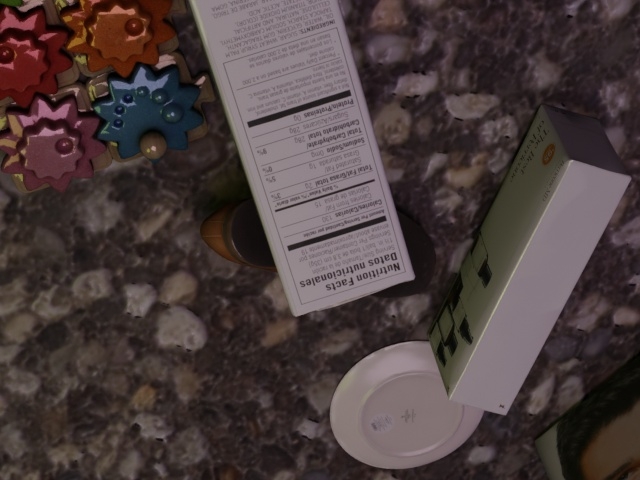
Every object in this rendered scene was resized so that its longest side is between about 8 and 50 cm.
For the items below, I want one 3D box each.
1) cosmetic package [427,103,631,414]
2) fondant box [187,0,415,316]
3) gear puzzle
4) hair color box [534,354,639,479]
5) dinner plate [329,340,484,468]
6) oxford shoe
[{"bbox_3d":[0.165,0.017,1.517,0.060,0.099,0.239,14,118,-20],"label":"cosmetic package"},{"bbox_3d":[-0.038,-0.149,1.287,0.096,0.238,0.330,-17,124,-2],"label":"fondant box"},{"bbox_3d":[-0.195,-0.184,1.349,0.175,0.044,0.339,-17,124,0],"label":"gear puzzle"},{"bbox_3d":[0.324,0.253,1.532,0.185,0.374,0.113,-42,121,15],"label":"hair color box"},{"bbox_3d":[0.078,0.149,1.634,0.141,0.017,0.141,-4,123,-7],"label":"dinner plate"},{"bbox_3d":[0.000,0.000,1.499,0.212,0.076,0.076,13,83,-33],"label":"oxford shoe"}]
